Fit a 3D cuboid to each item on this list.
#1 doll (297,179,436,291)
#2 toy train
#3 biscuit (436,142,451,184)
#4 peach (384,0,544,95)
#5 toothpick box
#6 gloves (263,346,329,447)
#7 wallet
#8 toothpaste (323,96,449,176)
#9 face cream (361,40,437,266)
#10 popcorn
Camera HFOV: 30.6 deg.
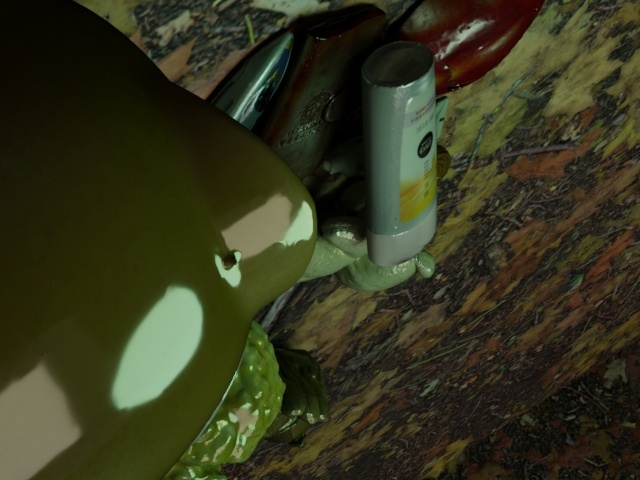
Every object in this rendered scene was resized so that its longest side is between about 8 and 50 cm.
[{"bbox_3d":[0.003,-0.002,1.487,0.278,0.175,0.149,-5,104,-37],"label":"doll"},{"bbox_3d":[-0.103,-0.110,1.201,0.252,0.048,0.055,-47,157,19],"label":"toy train"},{"bbox_3d":[0.120,-0.087,1.580,0.124,0.026,0.175,-40,156,5],"label":"biscuit"},{"bbox_3d":[0.191,-0.240,1.353,0.279,0.068,0.189,-33,157,-11],"label":"peach"},{"bbox_3d":[-0.255,0.033,0.799,0.425,0.409,0.409,-36,157,-18],"label":"toothpick box"},{"bbox_3d":[-0.068,0.232,1.758,0.154,0.141,0.331,-9,164,-1],"label":"gloves"},{"bbox_3d":[-0.009,-0.148,1.280,0.137,0.031,0.255,-23,155,-39],"label":"wallet"},{"bbox_3d":[0.084,-0.123,1.443,0.218,0.041,0.064,-26,139,-39],"label":"toothpaste"},{"bbox_3d":[0.090,-0.094,1.327,0.107,0.073,0.269,-39,144,-30],"label":"face cream"},{"bbox_3d":[-0.165,0.196,1.426,0.256,0.255,0.195,-31,155,2],"label":"popcorn"}]
